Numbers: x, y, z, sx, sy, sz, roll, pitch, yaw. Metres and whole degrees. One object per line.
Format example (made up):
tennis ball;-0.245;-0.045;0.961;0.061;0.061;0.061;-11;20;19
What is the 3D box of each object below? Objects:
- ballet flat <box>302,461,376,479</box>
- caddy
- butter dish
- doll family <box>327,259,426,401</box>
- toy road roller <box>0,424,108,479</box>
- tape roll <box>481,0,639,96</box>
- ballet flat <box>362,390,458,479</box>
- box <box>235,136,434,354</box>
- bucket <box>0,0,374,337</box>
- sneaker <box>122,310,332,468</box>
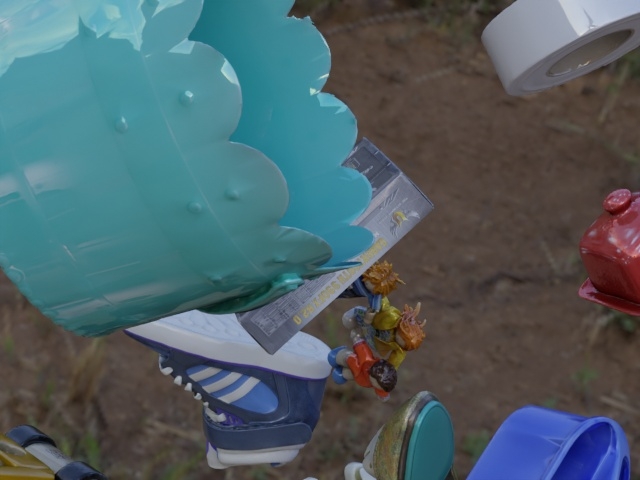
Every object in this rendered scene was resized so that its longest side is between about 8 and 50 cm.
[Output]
ballet flat;0.033;0.440;2.301;0.409;0.147;0.147;-18;20;-20
caddy;0.345;0.411;2.115;0.179;0.341;0.241;14;-33;40
butter dish;0.358;-0.007;1.585;0.118;0.160;0.160;52;-11;-21
doll family;0.053;0.076;1.789;0.263;0.118;0.163;60;-22;-15
toy road roller;-0.503;0.417;2.144;0.202;0.240;0.329;23;2;40
tape roll;0.396;-0.330;2.172;0.100;0.286;0.286;65;15;10
ballet flat;0.114;0.297;1.766;0.123;0.123;0.348;23;-29;34
box;0.000;0.000;1.512;0.056;0.231;0.183;47;2;-20
bucket;-0.100;-0.079;0.883;0.183;0.281;0.281;-21;-7;15
sneaker;-0.157;0.220;1.993;0.323;0.236;0.130;16;21;-13
